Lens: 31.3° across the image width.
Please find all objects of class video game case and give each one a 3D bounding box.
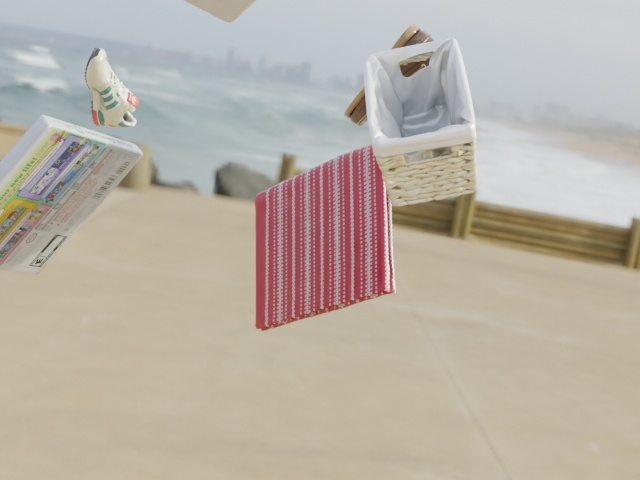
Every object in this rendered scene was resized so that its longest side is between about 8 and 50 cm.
[{"bbox_3d":[-0.329,-0.047,1.339,0.023,0.212,0.193,48,13,20],"label":"video game case"}]

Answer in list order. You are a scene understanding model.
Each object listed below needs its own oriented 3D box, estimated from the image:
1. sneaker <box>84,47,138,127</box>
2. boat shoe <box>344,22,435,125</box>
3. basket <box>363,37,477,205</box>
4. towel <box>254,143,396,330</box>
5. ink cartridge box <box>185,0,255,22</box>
[{"bbox_3d":[-0.326,-0.240,1.817,0.075,0.161,0.057,10,51,4],"label":"sneaker"},{"bbox_3d":[0.108,-0.230,1.702,0.073,0.207,0.073,41,49,0],"label":"boat shoe"},{"bbox_3d":[0.115,-0.131,1.282,0.113,0.103,0.167,-10,45,8],"label":"basket"},{"bbox_3d":[0.000,0.000,1.465,0.031,0.198,0.275,10,-19,-37],"label":"towel"},{"bbox_3d":[-0.063,-0.225,0.631,0.104,0.181,0.062,24,-31,-26],"label":"ink cartridge box"}]
